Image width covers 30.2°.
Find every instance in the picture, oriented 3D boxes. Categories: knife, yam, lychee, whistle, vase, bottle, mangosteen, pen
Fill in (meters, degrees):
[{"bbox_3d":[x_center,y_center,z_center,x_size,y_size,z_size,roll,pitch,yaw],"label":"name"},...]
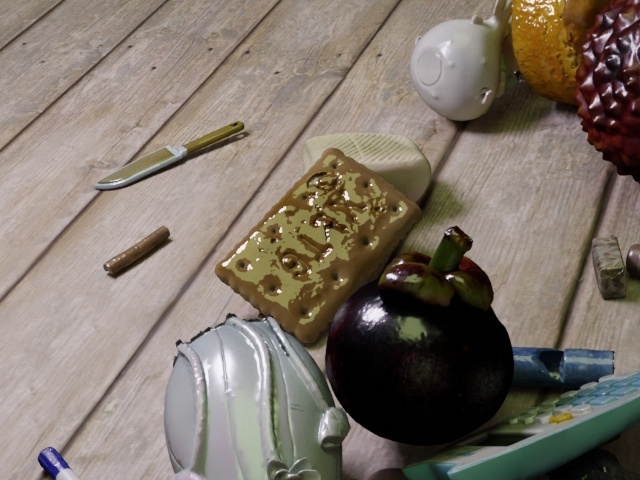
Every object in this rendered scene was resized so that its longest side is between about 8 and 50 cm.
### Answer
[{"bbox_3d":[-0.314,-0.177,2.478,0.343,0.027,0.061,-28,39,-20],"label":"knife"},{"bbox_3d":[-0.337,0.019,2.189,0.032,0.032,0.145,21,45,38],"label":"yam"},{"bbox_3d":[0.681,-0.297,2.048,0.499,0.425,0.425,-25,33,6],"label":"lychee"},{"bbox_3d":[0.278,0.187,1.751,0.304,0.062,0.062,1,35,15],"label":"whistle"},{"bbox_3d":[-0.065,0.314,1.488,0.249,0.250,0.445,-14,41,-6],"label":"vase"},{"bbox_3d":[0.561,0.043,1.898,0.140,0.053,0.053,13,40,31],"label":"bottle"},{"bbox_3d":[0.145,0.125,1.613,0.275,0.302,0.275,15,12,-3],"label":"mangosteen"},{"bbox_3d":[-0.325,0.369,1.661,0.033,0.033,0.269,-29,38,-26],"label":"pen"}]

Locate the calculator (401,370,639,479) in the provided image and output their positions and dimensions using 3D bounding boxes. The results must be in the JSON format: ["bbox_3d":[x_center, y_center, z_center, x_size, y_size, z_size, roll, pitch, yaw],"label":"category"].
[{"bbox_3d":[0.309,0.239,1.541,0.386,0.054,0.256,-23,-3,-17],"label":"calculator"}]

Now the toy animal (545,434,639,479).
[{"bbox_3d":[0.371,0.319,1.475,0.185,0.122,0.298,-1,26,6],"label":"toy animal"}]

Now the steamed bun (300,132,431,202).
[{"bbox_3d":[0.077,-0.108,2.176,0.238,0.153,0.170,0,27,-12],"label":"steamed bun"}]

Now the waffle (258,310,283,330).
[{"bbox_3d":[-0.062,0.125,1.971,0.085,0.016,0.078,-8,37,4],"label":"waffle"}]

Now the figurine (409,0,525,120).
[{"bbox_3d":[0.376,-0.387,2.435,0.394,0.275,0.227,-10,49,-36],"label":"figurine"}]

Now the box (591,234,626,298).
[{"bbox_3d":[0.464,0.042,1.915,0.045,0.062,0.098,-7,35,7],"label":"box"}]

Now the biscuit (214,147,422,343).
[{"bbox_3d":[0.000,0.000,1.979,0.217,0.044,0.325,36,68,18],"label":"biscuit"}]

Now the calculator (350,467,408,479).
[{"bbox_3d":[0.108,0.346,1.587,0.165,0.024,0.103,6,37,19],"label":"calculator"}]

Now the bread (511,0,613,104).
[{"bbox_3d":[0.548,-0.448,2.360,0.215,0.398,0.398,5,35,37],"label":"bread"}]
